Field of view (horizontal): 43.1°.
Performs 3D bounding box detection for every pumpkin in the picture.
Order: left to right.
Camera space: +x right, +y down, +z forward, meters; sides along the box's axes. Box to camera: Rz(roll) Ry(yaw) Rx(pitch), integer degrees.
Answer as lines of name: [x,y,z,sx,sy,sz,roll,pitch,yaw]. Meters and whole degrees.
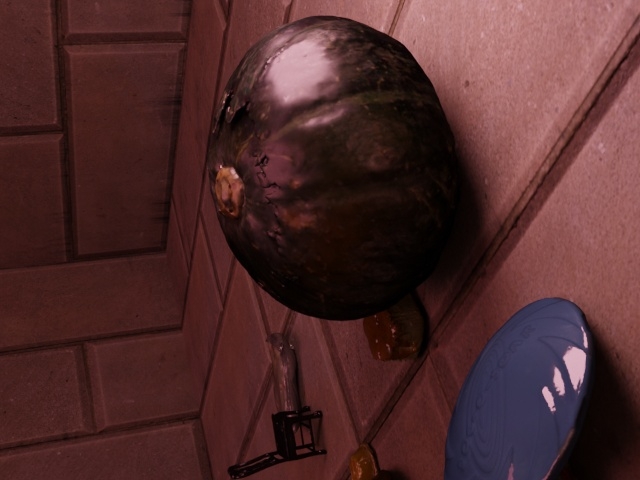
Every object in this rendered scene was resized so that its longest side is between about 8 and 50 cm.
pumpkin: [0.007,-0.102,1.219,0.454,0.343,0.455,168,90,-71]

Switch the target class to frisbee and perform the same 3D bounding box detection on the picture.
frisbee: [0.212,0.191,0.951,0.290,0.049,0.289,-60,10,19]

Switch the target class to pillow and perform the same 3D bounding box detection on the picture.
pillow: [-0.090,0.362,2.074,0.169,0.059,0.255,175,87,-71]

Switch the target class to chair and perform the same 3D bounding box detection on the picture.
chair: [-0.111,0.474,1.909,0.106,0.229,0.113,166,95,-70]

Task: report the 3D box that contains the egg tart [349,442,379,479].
egg tart: [0.085,0.460,1.630,0.105,0.039,0.105,174,90,-73]

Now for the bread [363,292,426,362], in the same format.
bread: [0.122,0.144,1.379,0.140,0.069,0.128,-117,27,-48]

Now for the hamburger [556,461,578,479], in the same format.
hamburger: [0.241,0.386,0.992,0.260,0.150,0.276,125,135,-65]

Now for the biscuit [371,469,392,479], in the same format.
biscuit: [0.057,0.511,1.492,0.042,0.226,0.226,41,147,12]
